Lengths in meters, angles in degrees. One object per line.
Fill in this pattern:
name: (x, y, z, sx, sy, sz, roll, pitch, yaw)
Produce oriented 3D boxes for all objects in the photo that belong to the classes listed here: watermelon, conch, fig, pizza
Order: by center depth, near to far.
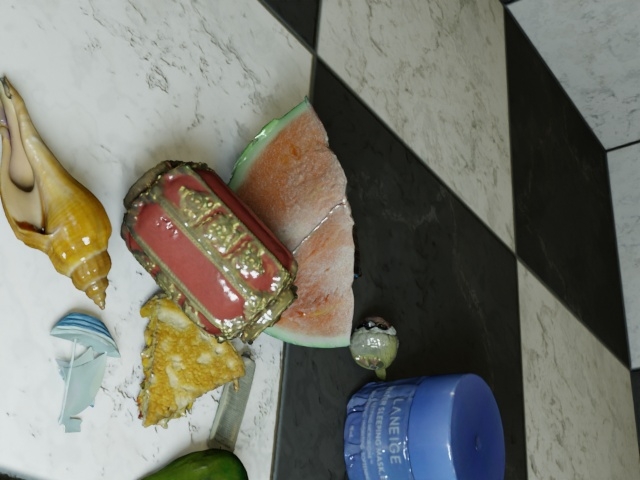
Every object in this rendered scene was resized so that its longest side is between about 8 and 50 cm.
conch: (-0.342, -0.058, 1.065, 0.330, 0.109, 0.093, 60, -10, 15)
fig: (-0.174, 0.334, 1.133, 0.177, 0.117, 0.117, 17, 62, -41)
pizza: (-0.206, 0.186, 1.184, 0.188, 0.062, 0.199, 47, 44, -15)
watermelon: (-0.075, -0.015, 1.368, 0.292, 0.222, 0.319, -118, -158, -44)

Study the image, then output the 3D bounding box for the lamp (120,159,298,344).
lamp: (-0.155, 0.016, 1.185, 0.274, 0.177, 0.177, 49, 35, 1)

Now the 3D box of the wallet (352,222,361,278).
wallet: (0.000, 0.000, 1.591, 0.230, 0.042, 0.124, 18, 59, -54)

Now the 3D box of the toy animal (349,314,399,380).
toy animal: (0.108, 0.203, 1.623, 0.137, 0.098, 0.098, 62, 30, -48)

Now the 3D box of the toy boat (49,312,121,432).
toy boat: (-0.294, 0.164, 1.079, 0.105, 0.034, 0.149, -2, 77, -55)

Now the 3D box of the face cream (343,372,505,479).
face cream: (0.188, 0.373, 1.541, 0.249, 0.225, 0.249, 27, 57, -51)

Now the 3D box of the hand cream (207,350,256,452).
hand cream: (-0.133, 0.246, 1.298, 0.057, 0.037, 0.165, 42, 51, -40)
